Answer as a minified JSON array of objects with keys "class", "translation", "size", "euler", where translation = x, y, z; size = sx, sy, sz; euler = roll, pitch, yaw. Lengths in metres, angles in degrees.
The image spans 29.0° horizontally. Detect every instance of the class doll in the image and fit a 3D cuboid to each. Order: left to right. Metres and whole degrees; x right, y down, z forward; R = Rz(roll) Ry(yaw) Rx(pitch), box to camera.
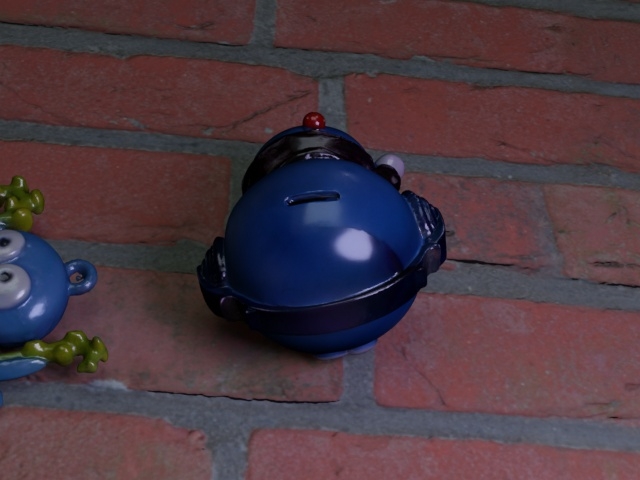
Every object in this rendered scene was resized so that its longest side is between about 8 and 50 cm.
[{"class":"doll","translation":[-0.423,0.044,1.403],"size":[0.341,0.098,0.346],"euler":[-4,46,-13]},{"class":"doll","translation":[0.000,0.000,1.433],"size":[0.284,0.240,0.310],"euler":[-9,37,2]}]
